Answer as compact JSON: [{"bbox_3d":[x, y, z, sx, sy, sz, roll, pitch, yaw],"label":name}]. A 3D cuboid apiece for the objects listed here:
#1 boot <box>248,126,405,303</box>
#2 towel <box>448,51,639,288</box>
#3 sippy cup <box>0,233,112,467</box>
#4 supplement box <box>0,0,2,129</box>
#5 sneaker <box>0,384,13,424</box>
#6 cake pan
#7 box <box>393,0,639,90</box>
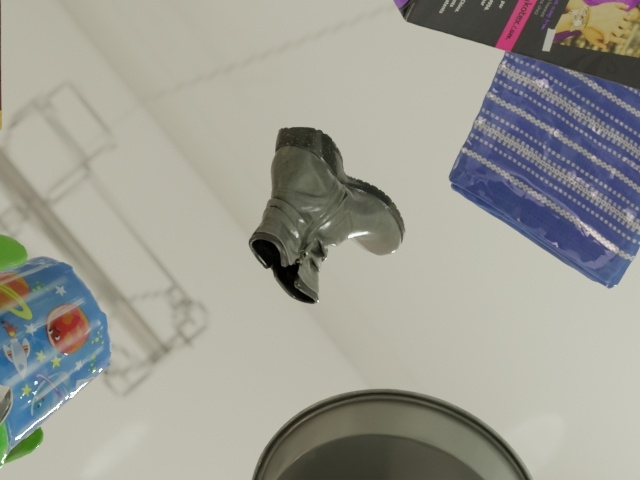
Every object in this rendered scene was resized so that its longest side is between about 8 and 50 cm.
[{"bbox_3d":[0.000,0.000,1.975,0.083,0.246,0.161,0,-117,32],"label":"boot"},{"bbox_3d":[0.284,-0.141,1.953,0.040,0.243,0.336,-18,137,-50],"label":"towel"},{"bbox_3d":[-0.384,0.136,2.220,0.224,0.240,0.305,-31,178,-32],"label":"sippy cup"},{"bbox_3d":[-0.380,-0.177,1.534,0.129,0.194,0.191,19,-153,32],"label":"supplement box"},{"bbox_3d":[-0.324,0.114,1.004,0.297,0.129,0.111,-28,-177,-15],"label":"sneaker"},{"bbox_3d":[0.068,0.283,1.758,0.293,0.293,0.054,-32,-167,23],"label":"cake pan"},{"bbox_3d":[0.184,-0.239,1.449,0.143,0.270,0.165,-59,-146,29],"label":"box"}]
